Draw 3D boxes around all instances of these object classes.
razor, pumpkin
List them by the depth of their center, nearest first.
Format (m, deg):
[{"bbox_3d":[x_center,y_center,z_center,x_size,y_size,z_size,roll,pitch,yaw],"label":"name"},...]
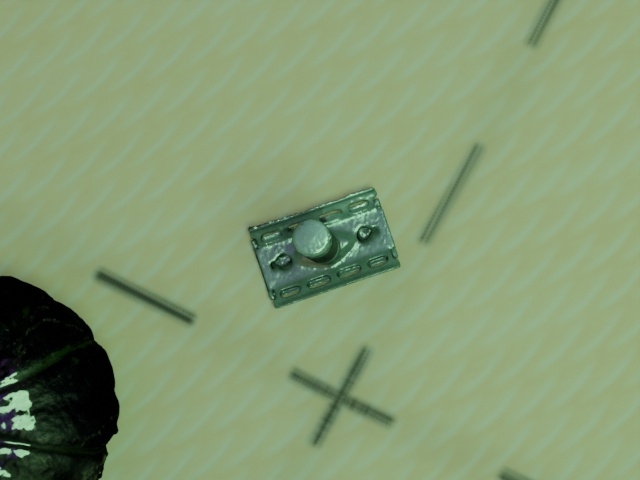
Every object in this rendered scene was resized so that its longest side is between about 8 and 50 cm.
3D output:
[{"bbox_3d":[0.000,0.000,1.147,0.106,0.232,0.068,-19,87,0],"label":"razor"},{"bbox_3d":[-0.257,0.131,1.186,0.221,0.162,0.220,0,90,5],"label":"pumpkin"}]
